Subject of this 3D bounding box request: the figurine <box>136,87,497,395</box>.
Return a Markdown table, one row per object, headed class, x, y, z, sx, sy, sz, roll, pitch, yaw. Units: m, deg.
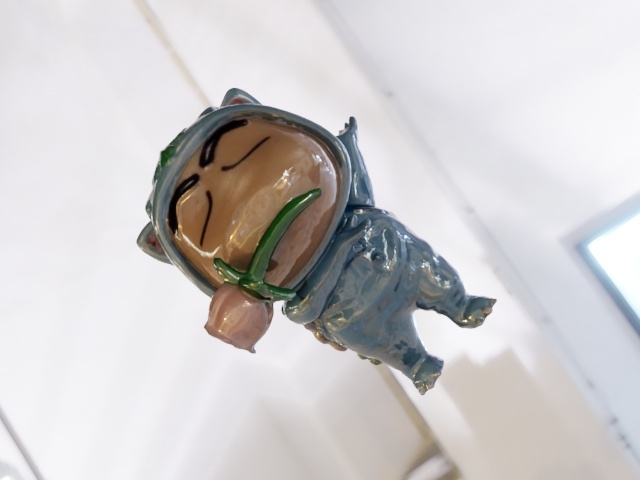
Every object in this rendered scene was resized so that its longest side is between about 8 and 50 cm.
| class | x | y | z | sx | sy | sz | roll | pitch | yaw |
| --- | --- | --- | --- | --- | --- | --- | --- | --- | --- |
| figurine | -0.003 | 0.004 | 0.696 | 0.114 | 0.178 | 0.144 | -55 | 4 | 10 |
